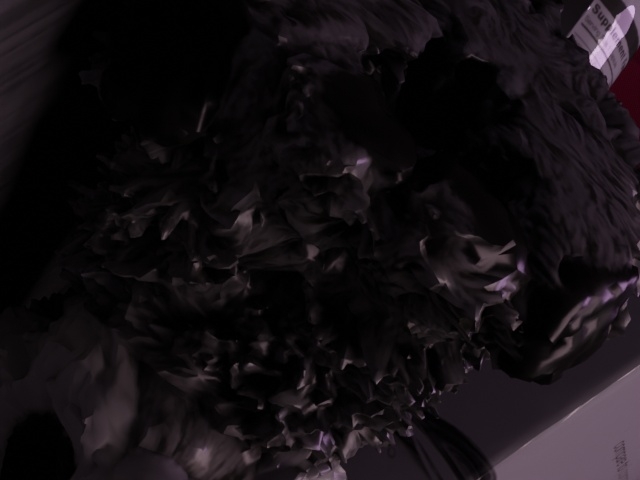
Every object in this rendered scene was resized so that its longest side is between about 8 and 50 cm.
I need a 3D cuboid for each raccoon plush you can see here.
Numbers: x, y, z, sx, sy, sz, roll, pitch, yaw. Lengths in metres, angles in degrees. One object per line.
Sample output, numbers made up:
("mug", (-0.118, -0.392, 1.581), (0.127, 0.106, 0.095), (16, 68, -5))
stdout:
("raccoon plush", (0.000, 0.000, 0.649), (0.299, 0.216, 0.446), (-48, 179, 35))

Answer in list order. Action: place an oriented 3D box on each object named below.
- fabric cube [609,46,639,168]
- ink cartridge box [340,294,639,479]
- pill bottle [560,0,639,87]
("fabric cube", (0.224, -0.149, 1.235), (0.254, 0.258, 0.259), (-47, 171, -45))
("ink cartridge box", (0.030, 0.128, 0.811), (0.395, 0.166, 0.285), (-35, 155, -1))
("pill bottle", (0.118, -0.132, 0.941), (0.283, 0.161, 0.161), (-54, 174, -8))
